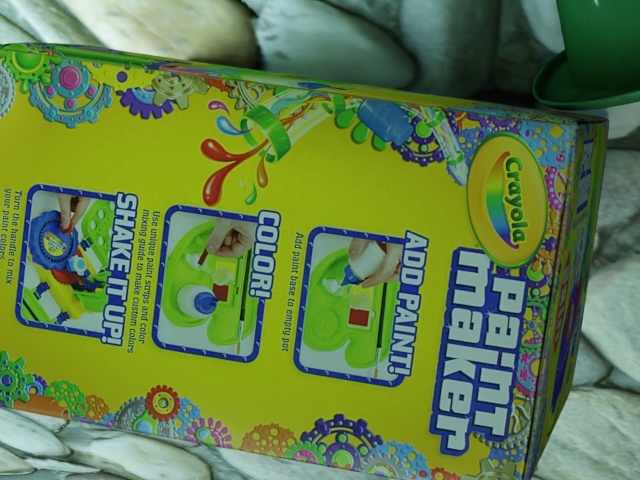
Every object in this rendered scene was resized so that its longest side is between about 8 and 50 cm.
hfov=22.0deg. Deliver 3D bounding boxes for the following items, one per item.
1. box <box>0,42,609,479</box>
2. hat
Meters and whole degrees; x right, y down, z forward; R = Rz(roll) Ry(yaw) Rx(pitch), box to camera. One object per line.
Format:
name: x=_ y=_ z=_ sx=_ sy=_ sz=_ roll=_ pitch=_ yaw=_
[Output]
box: x=0.000 y=0.000 z=0.887 sx=0.279 sy=0.177 sz=0.290 roll=8 pitch=-174 yaw=13
hat: x=0.140 y=-0.174 z=0.752 sx=0.208 sy=0.173 sz=0.184 roll=-25 pitch=105 yaw=-3
